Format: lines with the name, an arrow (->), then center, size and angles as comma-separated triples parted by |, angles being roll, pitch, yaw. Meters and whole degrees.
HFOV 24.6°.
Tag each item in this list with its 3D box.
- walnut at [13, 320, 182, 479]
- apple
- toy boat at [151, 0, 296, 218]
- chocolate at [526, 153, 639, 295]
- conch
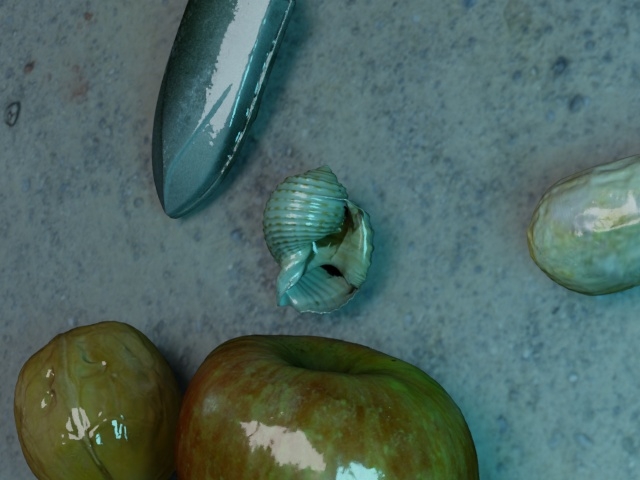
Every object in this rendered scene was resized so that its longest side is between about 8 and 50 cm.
walnut -> -0.251, 0.200, 1.672 | 0.193, 0.193, 0.226 | -45, 50, 13
apple -> -0.002, 0.232, 1.431 | 0.309, 0.277, 0.250 | 24, 109, 50
toy boat -> -0.130, -0.178, 1.784 | 0.141, 0.092, 0.320 | 22, 93, 37
chocolate -> 0.335, -0.033, 1.377 | 0.309, 0.134, 0.134 | -18, 64, 27
conch -> 0.003, -0.004, 1.616 | 0.135, 0.102, 0.153 | 10, 112, 26
